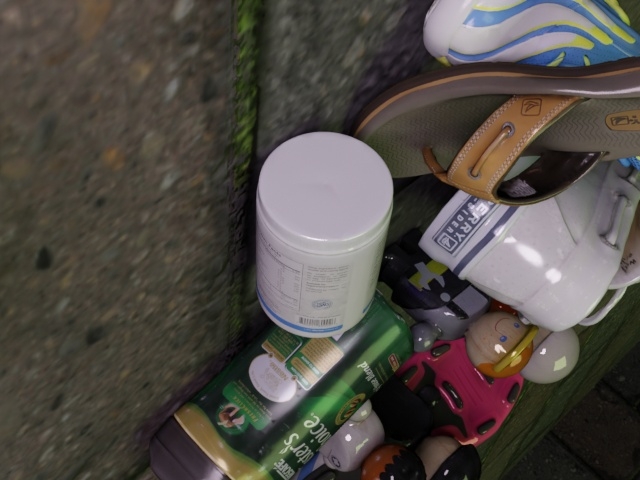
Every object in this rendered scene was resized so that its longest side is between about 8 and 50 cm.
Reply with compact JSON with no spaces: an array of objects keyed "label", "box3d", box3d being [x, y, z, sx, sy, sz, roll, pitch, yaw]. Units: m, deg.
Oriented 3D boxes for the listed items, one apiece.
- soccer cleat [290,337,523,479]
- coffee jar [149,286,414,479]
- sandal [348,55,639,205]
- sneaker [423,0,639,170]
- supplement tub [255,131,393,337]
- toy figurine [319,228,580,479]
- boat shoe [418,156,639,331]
[{"label":"soccer cleat","box3d":[0.062,0.209,1.027,0.331,0.116,0.143,-38,175,-22]},{"label":"coffee jar","box3d":[-0.025,0.105,0.677,0.184,0.079,0.096,-44,159,-8]},{"label":"sandal","box3d":[0.113,-0.048,0.529,0.090,0.219,0.060,45,50,-58]},{"label":"sneaker","box3d":[0.153,-0.103,0.584,0.091,0.126,0.240,-56,158,22]},{"label":"supplement tub","box3d":[0.000,0.000,0.549,0.071,0.071,0.107,-38,157,-25]},{"label":"toy figurine","box3d":[0.092,0.110,0.818,0.213,0.148,0.209,-50,159,9]},{"label":"boat shoe","box3d":[0.197,-0.009,0.742,0.136,0.156,0.367,-51,170,19]}]
